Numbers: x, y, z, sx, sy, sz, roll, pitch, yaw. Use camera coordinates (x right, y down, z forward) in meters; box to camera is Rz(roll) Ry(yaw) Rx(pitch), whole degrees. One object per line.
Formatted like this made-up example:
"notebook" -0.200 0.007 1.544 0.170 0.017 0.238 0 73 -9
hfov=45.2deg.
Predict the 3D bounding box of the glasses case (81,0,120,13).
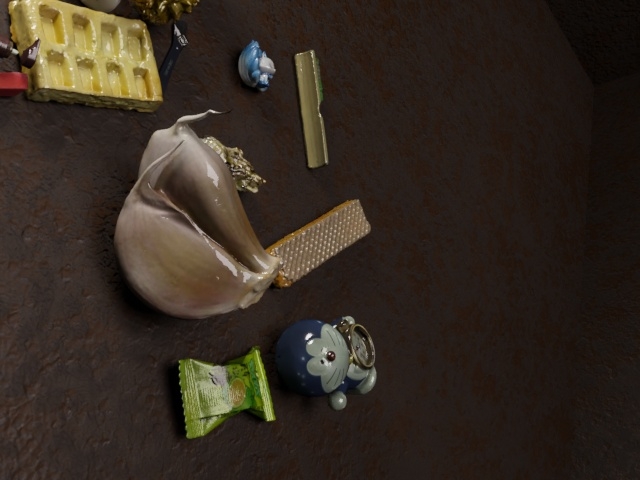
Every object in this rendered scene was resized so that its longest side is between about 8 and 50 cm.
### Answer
"glasses case" -0.423 -0.477 1.321 0.193 0.074 0.049 51 44 -29

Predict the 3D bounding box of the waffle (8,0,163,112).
"waffle" -0.392 -0.315 1.322 0.274 0.057 0.168 -3 80 -52

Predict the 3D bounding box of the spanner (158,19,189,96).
"spanner" -0.293 -0.353 1.497 0.046 0.012 0.208 40 51 -37

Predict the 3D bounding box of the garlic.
"garlic" -0.238 -0.031 1.284 0.231 0.246 0.340 -39 125 -38

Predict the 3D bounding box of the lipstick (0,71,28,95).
"lipstick" -0.558 -0.224 1.092 0.312 0.051 0.051 -11 85 -54

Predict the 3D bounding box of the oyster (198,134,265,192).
"oyster" -0.186 -0.153 1.538 0.166 0.053 0.108 22 52 -39

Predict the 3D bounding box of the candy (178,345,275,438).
"candy" -0.165 0.276 1.411 0.246 0.069 0.149 0 76 -53

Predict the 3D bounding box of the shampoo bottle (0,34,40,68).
"shampoo bottle" -0.532 -0.311 1.121 0.236 0.068 0.067 19 24 -42

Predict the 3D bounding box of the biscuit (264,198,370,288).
"biscuit" 0.000 0.000 1.717 0.379 0.054 0.094 -31 104 -51

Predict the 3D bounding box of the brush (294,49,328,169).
"brush" -0.017 -0.305 1.797 0.048 0.054 0.282 13 68 -63

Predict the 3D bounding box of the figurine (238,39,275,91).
"figurine" -0.136 -0.379 1.647 0.114 0.079 0.114 -4 90 -77

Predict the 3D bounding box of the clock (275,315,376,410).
"clock" 0.013 0.250 1.583 0.243 0.147 0.199 21 57 -51

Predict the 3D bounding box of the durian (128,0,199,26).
"durian" -0.302 -0.436 1.384 0.224 0.140 0.078 -8 98 -67
